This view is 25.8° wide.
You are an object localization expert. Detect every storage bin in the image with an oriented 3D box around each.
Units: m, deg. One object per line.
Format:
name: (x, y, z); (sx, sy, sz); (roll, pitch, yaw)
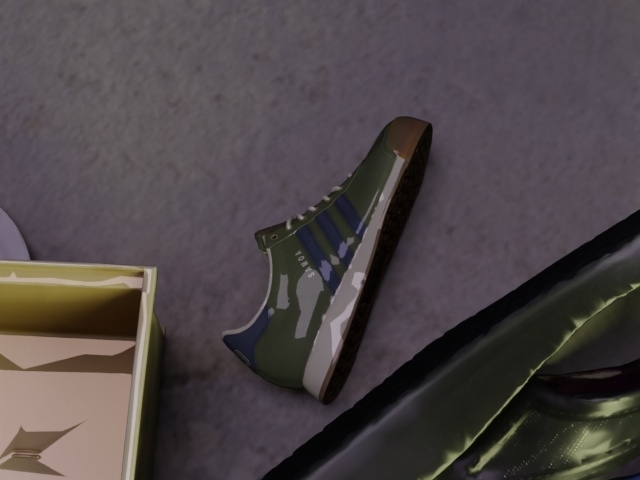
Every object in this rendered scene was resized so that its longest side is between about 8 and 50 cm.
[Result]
storage bin: (-0.229, 0.150, 0.809); (0.260, 0.123, 0.262); (3, 72, 2)

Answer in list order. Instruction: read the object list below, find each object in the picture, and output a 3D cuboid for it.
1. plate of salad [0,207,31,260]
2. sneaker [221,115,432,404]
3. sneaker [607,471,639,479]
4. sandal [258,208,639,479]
plate of salad: (-0.289, 0.047, 0.942); (0.200, 0.048, 0.199); (-5, 67, 13)
sneaker: (0.000, 0.000, 0.878); (0.086, 0.064, 0.192); (18, 77, 15)
sneaker: (0.246, 0.094, 0.777); (0.209, 0.069, 0.082); (-42, 61, -5)
sandal: (0.101, 0.101, 0.783); (0.446, 0.167, 0.107); (-37, 89, 5)
